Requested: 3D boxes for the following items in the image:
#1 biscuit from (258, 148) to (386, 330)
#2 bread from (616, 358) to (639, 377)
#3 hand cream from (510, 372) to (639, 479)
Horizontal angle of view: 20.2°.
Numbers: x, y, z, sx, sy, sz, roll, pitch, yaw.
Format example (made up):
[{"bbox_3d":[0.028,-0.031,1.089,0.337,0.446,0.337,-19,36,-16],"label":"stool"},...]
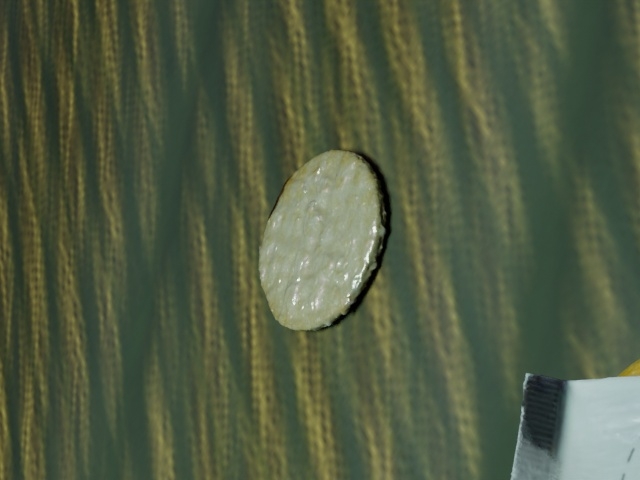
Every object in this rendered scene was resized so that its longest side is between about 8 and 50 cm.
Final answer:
[{"bbox_3d":[0.000,0.000,1.116,0.120,0.015,0.120,-25,57,46],"label":"biscuit"},{"bbox_3d":[0.176,0.162,0.723,0.174,0.121,0.245,-55,37,21],"label":"bread"},{"bbox_3d":[0.221,0.080,0.640,0.336,0.076,0.121,-10,43,26],"label":"hand cream"}]
